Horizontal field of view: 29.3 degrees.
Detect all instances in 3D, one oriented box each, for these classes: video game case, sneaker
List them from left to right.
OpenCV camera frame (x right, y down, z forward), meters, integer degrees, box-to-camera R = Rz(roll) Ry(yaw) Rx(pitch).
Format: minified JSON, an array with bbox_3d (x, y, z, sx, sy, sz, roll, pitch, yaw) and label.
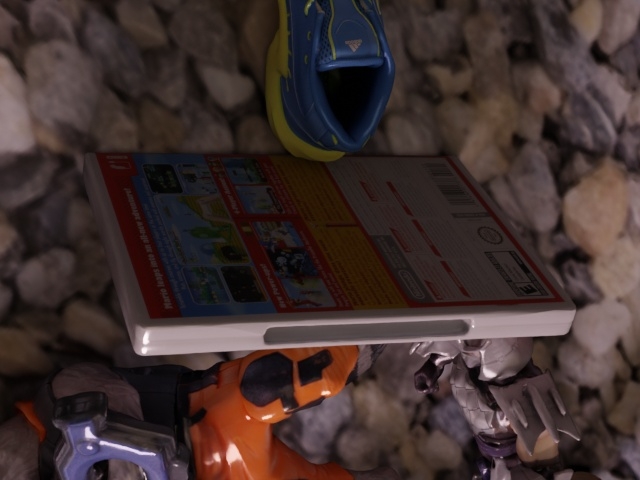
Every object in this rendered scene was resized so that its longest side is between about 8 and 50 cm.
[{"bbox_3d":[0.000,0.000,0.812,0.285,0.204,0.025,-1,123,-21],"label":"video game case"},{"bbox_3d":[0.015,-0.167,0.817,0.091,0.126,0.240,-8,105,-19],"label":"sneaker"}]

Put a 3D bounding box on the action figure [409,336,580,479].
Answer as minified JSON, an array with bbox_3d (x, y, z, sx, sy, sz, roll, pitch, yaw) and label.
[{"bbox_3d":[0.130,0.150,0.889,0.099,0.185,0.285,-14,132,3],"label":"action figure"}]

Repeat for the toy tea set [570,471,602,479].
[{"bbox_3d":[0.351,0.270,1.056,0.336,0.124,0.200,30,56,-6],"label":"toy tea set"}]

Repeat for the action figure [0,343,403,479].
[{"bbox_3d":[-0.088,0.169,0.873,0.330,0.178,0.341,-6,134,-13],"label":"action figure"}]
